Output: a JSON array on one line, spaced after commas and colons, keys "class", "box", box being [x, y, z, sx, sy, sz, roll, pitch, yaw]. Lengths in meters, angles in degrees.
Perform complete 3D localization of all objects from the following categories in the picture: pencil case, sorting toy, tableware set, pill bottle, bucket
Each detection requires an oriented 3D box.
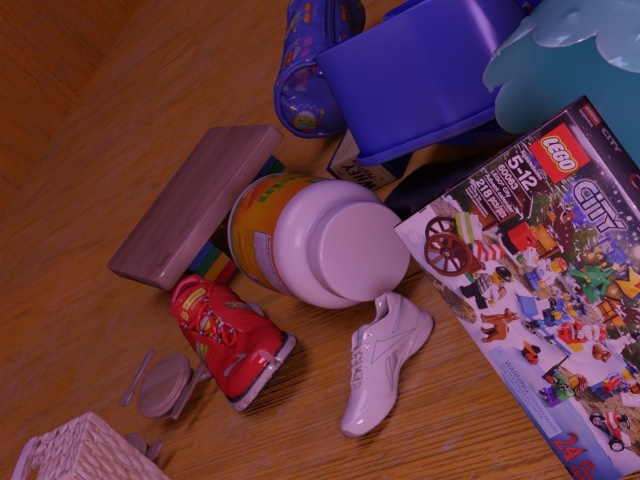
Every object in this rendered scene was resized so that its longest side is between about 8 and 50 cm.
[{"class": "pencil case", "box": [0.004, -0.260, 2.022, 0.306, 0.119, 0.133, -86, 17, -58]}, {"class": "sorting toy", "box": [-0.153, -0.031, 1.994, 0.257, 0.089, 0.255, -54, 21, -11]}, {"class": "tableware set", "box": [-0.203, 0.226, 1.724, 0.128, 0.039, 0.194, 5, 63, 52]}, {"class": "pill bottle", "box": [0.000, 0.000, 1.555, 0.136, 0.136, 0.246, -53, 21, -9]}, {"class": "bucket", "box": [0.274, -0.116, 1.030, 0.183, 0.281, 0.281, -52, 20, -14]}]

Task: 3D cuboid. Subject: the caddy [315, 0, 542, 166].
[{"class": "caddy", "box": [0.156, -0.180, 1.503, 0.241, 0.179, 0.341, -36, 10, -33]}]

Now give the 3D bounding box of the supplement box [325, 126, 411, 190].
[{"class": "supplement box", "box": [0.064, -0.109, 1.728, 0.083, 0.056, 0.083, -24, 32, 49]}]

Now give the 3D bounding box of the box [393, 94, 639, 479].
[{"class": "box", "box": [0.179, 0.041, 0.983, 0.159, 0.233, 0.044, -36, 1, 34]}]

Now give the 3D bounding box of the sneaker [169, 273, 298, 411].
[{"class": "sneaker", "box": [-0.115, 0.105, 1.633, 0.107, 0.118, 0.279, -52, 20, -4]}]

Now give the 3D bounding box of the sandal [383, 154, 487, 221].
[{"class": "sandal", "box": [0.134, -0.039, 1.490, 0.097, 0.054, 0.254, -43, 11, -2]}]

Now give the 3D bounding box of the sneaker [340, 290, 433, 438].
[{"class": "sneaker", "box": [0.049, 0.115, 1.365, 0.054, 0.061, 0.152, -16, 40, 53]}]

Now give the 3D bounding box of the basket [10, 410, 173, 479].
[{"class": "basket", "box": [-0.230, 0.275, 1.519, 0.103, 0.167, 0.113, -33, 26, 23]}]
